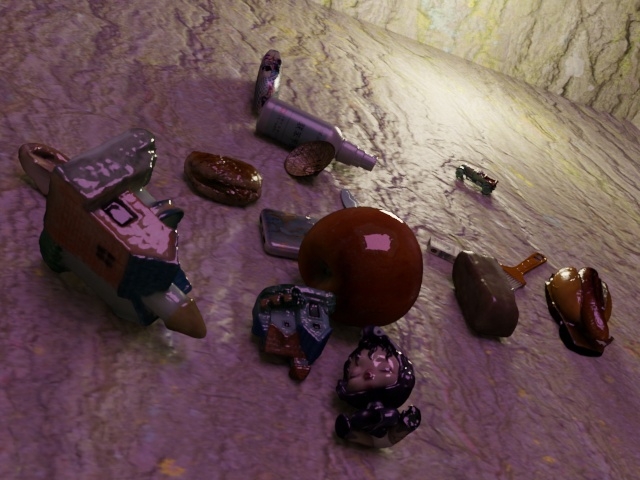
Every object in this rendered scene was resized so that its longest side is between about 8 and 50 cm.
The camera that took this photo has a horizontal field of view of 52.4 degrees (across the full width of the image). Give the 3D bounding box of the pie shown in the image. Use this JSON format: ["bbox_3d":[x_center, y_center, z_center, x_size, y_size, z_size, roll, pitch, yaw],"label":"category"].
[{"bbox_3d":[-0.227,-0.157,1.540,0.194,0.078,0.163,13,30,-20],"label":"pie"}]

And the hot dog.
[{"bbox_3d":[0.699,0.161,1.698,0.194,0.107,0.326,18,33,-14],"label":"hot dog"}]

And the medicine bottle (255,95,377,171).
[{"bbox_3d":[-0.006,-0.289,1.850,0.352,0.110,0.110,25,32,-2],"label":"medicine bottle"}]

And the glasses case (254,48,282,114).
[{"bbox_3d":[-0.161,-0.493,2.022,0.076,0.125,0.327,11,34,-8],"label":"glasses case"}]

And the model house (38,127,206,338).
[{"bbox_3d":[-0.280,0.025,1.086,0.325,0.267,0.194,44,48,6],"label":"model house"}]

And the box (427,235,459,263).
[{"bbox_3d":[0.323,0.024,1.710,0.083,0.024,0.054,24,30,-1],"label":"box"}]

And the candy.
[{"bbox_3d":[0.388,0.123,1.541,0.104,0.102,0.234,14,31,-18],"label":"candy"}]

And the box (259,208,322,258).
[{"bbox_3d":[0.000,0.000,1.504,0.285,0.044,0.142,11,39,-22],"label":"box"}]

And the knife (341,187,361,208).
[{"bbox_3d":[0.106,-0.066,1.690,0.063,0.034,0.260,-6,37,-31],"label":"knife"}]

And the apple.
[{"bbox_3d":[0.076,0.054,1.311,0.254,0.253,0.253,18,33,-12],"label":"apple"}]

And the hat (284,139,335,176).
[{"bbox_3d":[-0.019,-0.201,1.768,0.146,0.067,0.146,-13,44,13],"label":"hat"}]

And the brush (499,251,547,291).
[{"bbox_3d":[0.565,0.077,1.814,0.090,0.017,0.314,41,34,24],"label":"brush"}]

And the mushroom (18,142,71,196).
[{"bbox_3d":[-0.501,-0.118,1.291,0.210,0.072,0.094,34,35,7],"label":"mushroom"}]

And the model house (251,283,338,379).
[{"bbox_3d":[-0.045,0.170,1.168,0.149,0.119,0.148,13,42,-20],"label":"model house"}]

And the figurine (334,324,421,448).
[{"bbox_3d":[0.107,0.254,1.139,0.146,0.145,0.222,18,42,-12],"label":"figurine"}]

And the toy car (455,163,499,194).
[{"bbox_3d":[0.517,-0.208,2.154,0.143,0.054,0.073,36,32,14],"label":"toy car"}]
